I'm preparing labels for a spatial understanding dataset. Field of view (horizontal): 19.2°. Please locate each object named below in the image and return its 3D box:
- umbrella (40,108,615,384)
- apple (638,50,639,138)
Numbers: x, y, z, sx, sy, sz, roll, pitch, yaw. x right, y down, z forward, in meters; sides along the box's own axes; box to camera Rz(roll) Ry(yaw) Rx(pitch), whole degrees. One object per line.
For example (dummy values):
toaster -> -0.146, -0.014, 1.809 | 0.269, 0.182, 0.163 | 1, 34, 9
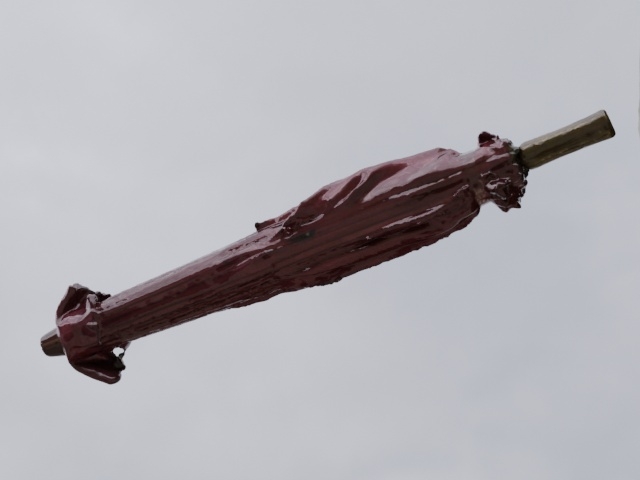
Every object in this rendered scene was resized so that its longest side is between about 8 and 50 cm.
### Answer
umbrella -> 0.000, 0.000, 0.503 | 0.165, 0.025, 0.027 | -21, -62, 12
apple -> 0.326, -0.026, 0.513 | 0.473, 0.474, 0.474 | 4, -36, 3
